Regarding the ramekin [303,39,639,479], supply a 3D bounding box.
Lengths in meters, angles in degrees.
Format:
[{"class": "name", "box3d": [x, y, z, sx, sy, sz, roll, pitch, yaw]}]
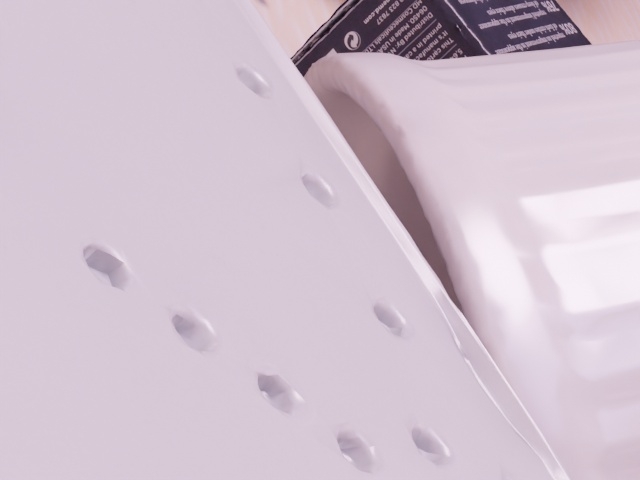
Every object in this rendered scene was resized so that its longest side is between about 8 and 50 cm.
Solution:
[{"class": "ramekin", "box3d": [0.087, 0.063, 0.603, 0.135, 0.277, 0.277, -12, 53, -11]}]

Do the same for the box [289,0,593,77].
[{"class": "box", "box3d": [0.101, -0.049, 0.973, 0.207, 0.108, 0.153, 53, 27, 9]}]

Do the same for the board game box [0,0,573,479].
[{"class": "board game box", "box3d": [-0.129, -0.036, 0.344, 0.390, 0.050, 0.390, 4, 47, -56]}]
